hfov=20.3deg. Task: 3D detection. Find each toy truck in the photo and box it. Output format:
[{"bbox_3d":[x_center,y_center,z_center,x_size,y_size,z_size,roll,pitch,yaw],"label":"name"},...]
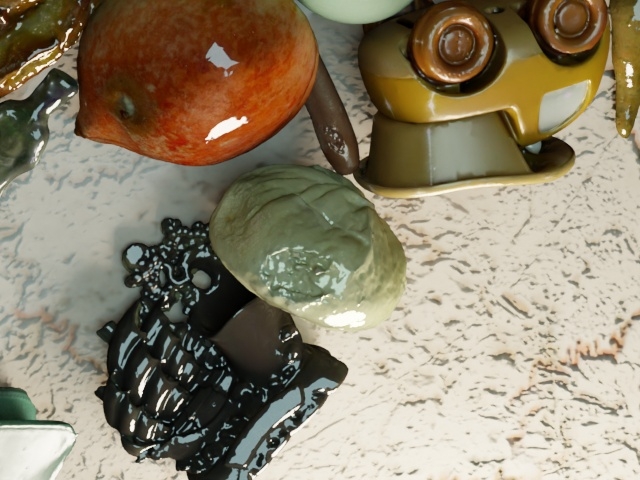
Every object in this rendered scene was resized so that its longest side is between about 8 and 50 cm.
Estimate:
[{"bbox_3d":[0.164,-0.172,1.878,0.288,0.204,0.211,-14,109,-16],"label":"toy truck"}]

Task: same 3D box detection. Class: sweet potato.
[{"bbox_3d":[0.348,-0.235,1.997,0.069,0.059,0.249,-10,111,-53],"label":"sweet potato"}]

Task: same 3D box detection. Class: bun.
[{"bbox_3d":[0.000,0.000,1.857,0.220,0.220,0.134,23,106,-20],"label":"bun"}]

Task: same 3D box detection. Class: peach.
[{"bbox_3d":[-0.135,-0.173,1.780,0.257,0.232,0.232,-40,110,1],"label":"peach"}]

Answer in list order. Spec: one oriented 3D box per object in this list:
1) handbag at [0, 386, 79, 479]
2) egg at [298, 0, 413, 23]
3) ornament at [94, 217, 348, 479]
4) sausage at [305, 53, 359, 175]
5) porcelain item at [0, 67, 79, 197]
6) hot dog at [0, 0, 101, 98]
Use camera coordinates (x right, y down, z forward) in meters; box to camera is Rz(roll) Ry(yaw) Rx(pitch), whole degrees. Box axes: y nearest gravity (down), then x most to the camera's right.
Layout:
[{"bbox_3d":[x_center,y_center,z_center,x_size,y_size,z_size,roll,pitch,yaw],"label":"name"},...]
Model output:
[{"bbox_3d":[-0.393,0.264,1.771,0.326,0.089,0.238,7,109,-64],"label":"handbag"},{"bbox_3d":[0.034,-0.299,1.762,0.168,0.231,0.168,0,90,4],"label":"egg"},{"bbox_3d":[-0.135,0.125,1.920,0.260,0.106,0.251,41,86,-16],"label":"ornament"},{"bbox_3d":[-0.005,-0.154,1.872,0.043,0.043,0.186,-21,75,-11],"label":"sausage"},{"bbox_3d":[-0.320,-0.093,1.783,0.081,0.069,0.215,42,111,-4],"label":"porcelain item"},{"bbox_3d":[-0.326,-0.230,1.720,0.259,0.114,0.175,-39,118,19],"label":"hot dog"}]
